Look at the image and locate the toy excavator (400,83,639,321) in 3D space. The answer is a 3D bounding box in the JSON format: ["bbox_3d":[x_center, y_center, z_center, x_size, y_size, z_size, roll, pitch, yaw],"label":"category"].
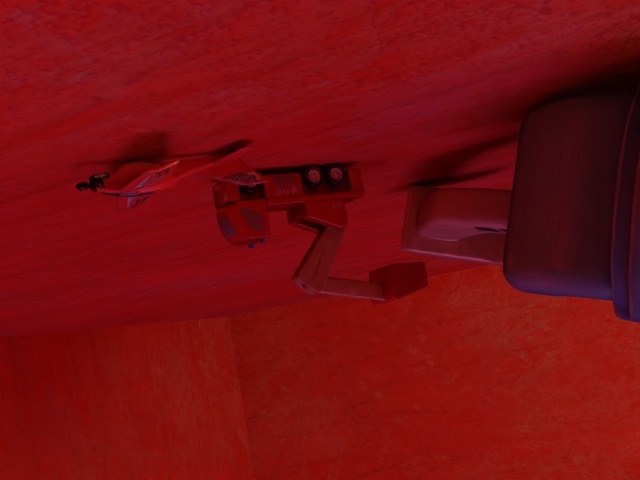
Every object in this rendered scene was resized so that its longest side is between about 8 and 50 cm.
[{"bbox_3d":[0.233,-0.027,0.771,0.445,0.222,0.433,8,178,27],"label":"toy excavator"}]

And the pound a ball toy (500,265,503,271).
[{"bbox_3d":[0.476,-0.008,1.443,0.208,0.135,0.319,-7,173,-24],"label":"pound a ball toy"}]

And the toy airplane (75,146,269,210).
[{"bbox_3d":[-0.113,-0.051,0.659,0.151,0.028,0.151,-10,175,-1],"label":"toy airplane"}]

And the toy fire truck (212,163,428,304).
[{"bbox_3d":[0.000,0.000,0.798,0.192,0.135,0.047,-7,173,-26],"label":"toy fire truck"}]
